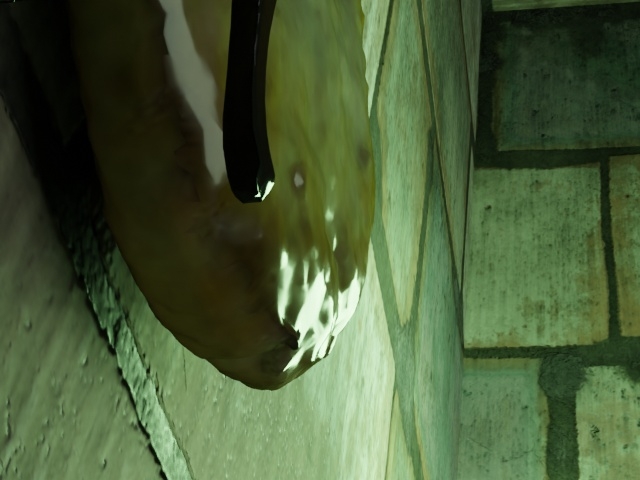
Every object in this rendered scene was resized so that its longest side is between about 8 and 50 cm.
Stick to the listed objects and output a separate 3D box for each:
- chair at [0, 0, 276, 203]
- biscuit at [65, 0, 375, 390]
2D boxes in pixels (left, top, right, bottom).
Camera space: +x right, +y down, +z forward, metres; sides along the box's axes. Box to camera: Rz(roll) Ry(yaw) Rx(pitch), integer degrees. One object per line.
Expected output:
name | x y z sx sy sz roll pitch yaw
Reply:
chair | -0.098 -0.183 0.372 0.186 0.160 0.319 43 47 -66
biscuit | -0.047 -0.137 0.726 0.429 0.103 0.446 -44 128 -73
